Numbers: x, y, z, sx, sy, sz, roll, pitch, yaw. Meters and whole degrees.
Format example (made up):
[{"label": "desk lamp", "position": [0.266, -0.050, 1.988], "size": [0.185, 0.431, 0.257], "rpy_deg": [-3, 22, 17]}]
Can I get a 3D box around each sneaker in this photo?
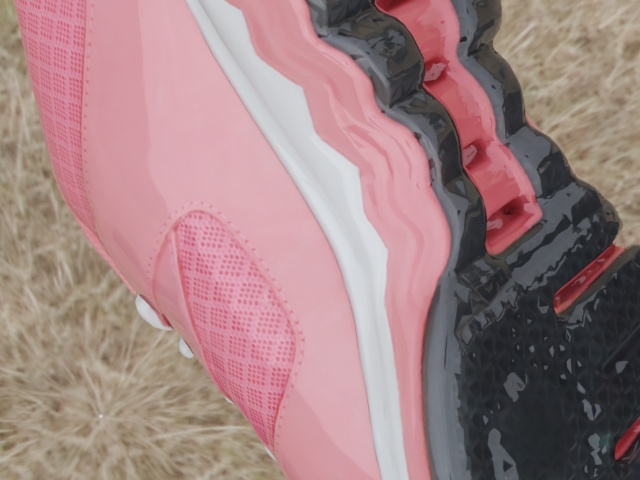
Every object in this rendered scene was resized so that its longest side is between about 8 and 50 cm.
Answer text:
[{"label": "sneaker", "position": [0.000, -0.001, 0.411], "size": [0.116, 0.136, 0.314], "rpy_deg": [-27, 99, -45]}]
